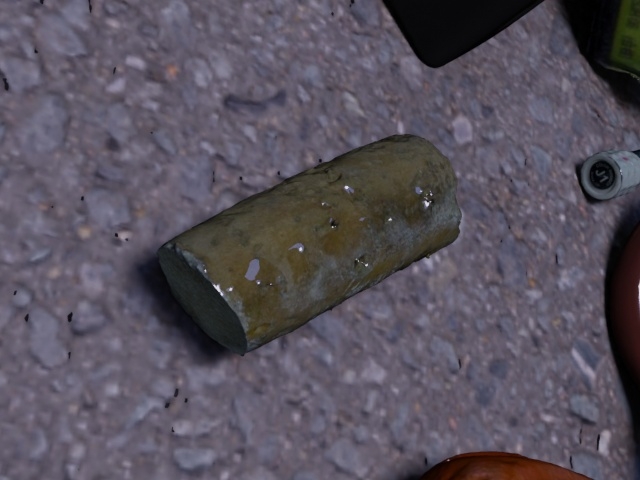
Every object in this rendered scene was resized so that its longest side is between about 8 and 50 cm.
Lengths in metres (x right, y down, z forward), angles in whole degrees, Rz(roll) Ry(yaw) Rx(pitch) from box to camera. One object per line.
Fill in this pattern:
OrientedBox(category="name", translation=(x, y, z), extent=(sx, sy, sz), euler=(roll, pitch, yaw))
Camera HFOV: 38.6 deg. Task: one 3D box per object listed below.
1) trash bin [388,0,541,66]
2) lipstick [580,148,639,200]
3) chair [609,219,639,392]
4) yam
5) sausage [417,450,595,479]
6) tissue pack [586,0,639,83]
OrientedBox(category="trash bin", translation=(0.128, -0.239, 0.563), extent=(0.115, 0.225, 0.165), euler=(-34, 94, -37))
OrientedBox(category="lipstick", translation=(0.247, -0.056, 0.702), extent=(0.116, 0.037, 0.037), euler=(-13, 82, -40))
OrientedBox(category="chair", translation=(0.390, 0.133, 0.618), extent=(0.401, 0.226, 0.226), euler=(40, 57, -15))
OrientedBox(category="yam", translation=(0.000, 0.000, 0.494), extent=(0.179, 0.078, 0.078), euler=(-29, 91, -36))
OrientedBox(category="sausage", translation=(0.175, 0.197, 0.533), extent=(0.330, 0.102, 0.102), euler=(24, 63, -26))
OrientedBox(category="tissue pack", translation=(0.323, -0.338, 0.643), extent=(0.124, 0.394, 0.288), euler=(26, 52, 26))
